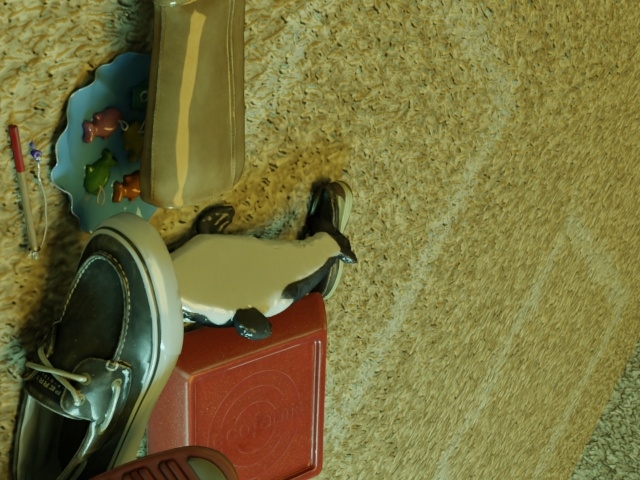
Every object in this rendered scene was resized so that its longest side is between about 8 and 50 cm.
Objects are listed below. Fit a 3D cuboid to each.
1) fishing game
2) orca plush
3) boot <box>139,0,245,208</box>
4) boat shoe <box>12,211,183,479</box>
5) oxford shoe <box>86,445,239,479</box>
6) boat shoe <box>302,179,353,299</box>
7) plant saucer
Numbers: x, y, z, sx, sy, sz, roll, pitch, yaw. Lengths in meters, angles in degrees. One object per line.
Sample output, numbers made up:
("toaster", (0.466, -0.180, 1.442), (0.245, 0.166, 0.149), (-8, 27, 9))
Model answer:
("fishing game", (-0.180, -0.085, 1.127), (0.264, 0.041, 0.189), (-33, 134, -42))
("orca plush", (-0.095, 0.036, 1.328), (0.287, 0.102, 0.151), (-35, 94, -47))
("boot", (-0.089, -0.190, 1.123), (0.236, 0.089, 0.269), (-24, 125, -45))
("boat shoe", (-0.221, 0.134, 1.119), (0.119, 0.121, 0.335), (-24, 136, -49))
("oxford shoe", (-0.209, 0.294, 1.178), (0.348, 0.123, 0.130), (-34, 178, 21))
("boat shoe", (0.000, 0.000, 1.455), (0.049, 0.056, 0.152), (-3, 104, -51))
("plant saucer", (-0.085, 0.214, 1.394), (0.258, 0.047, 0.259), (-16, 116, -38))
